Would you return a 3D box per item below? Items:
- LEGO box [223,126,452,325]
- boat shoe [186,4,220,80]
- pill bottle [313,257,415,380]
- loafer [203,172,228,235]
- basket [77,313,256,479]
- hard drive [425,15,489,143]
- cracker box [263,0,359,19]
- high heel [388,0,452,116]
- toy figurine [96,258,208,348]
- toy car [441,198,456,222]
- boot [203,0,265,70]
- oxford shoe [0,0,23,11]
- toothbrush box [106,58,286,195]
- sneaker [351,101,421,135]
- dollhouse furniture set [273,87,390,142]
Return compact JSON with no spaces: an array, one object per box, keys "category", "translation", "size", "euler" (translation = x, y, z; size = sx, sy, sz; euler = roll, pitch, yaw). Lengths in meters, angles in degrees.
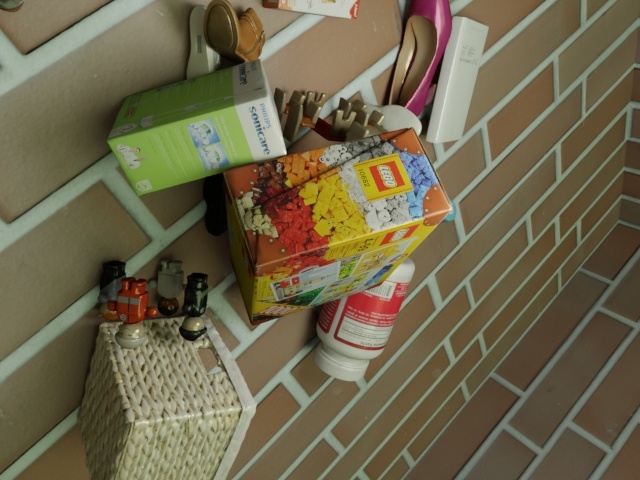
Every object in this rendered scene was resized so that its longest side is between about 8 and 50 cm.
[{"category":"LEGO box","translation":[0.000,0.000,1.068],"size":[0.373,0.193,0.500],"euler":[-16,162,-14]},{"category":"boat shoe","translation":[-0.234,-0.381,0.997],"size":[0.063,0.066,0.184],"euler":[-25,121,-56]},{"category":"pill bottle","translation":[0.123,0.219,1.516],"size":[0.229,0.229,0.407],"euler":[6,108,-44]},{"category":"loafer","translation":[-0.239,-0.097,1.153],"size":[0.061,0.062,0.169],"euler":[-33,138,-54]},{"category":"basket","translation":[-0.363,0.388,1.089],"size":[0.267,0.328,0.331],"euler":[4,118,-37]},{"category":"hard drive","translation":[0.424,-0.487,1.497],"size":[0.233,0.047,0.352],"euler":[-22,126,-52]},{"category":"cracker box","translation":[-0.010,-0.589,1.078],"size":[0.232,0.067,0.155],"euler":[-13,120,-37]},{"category":"high heel","translation":[0.256,-0.504,1.310],"size":[0.181,0.127,0.377],"euler":[-39,137,-34]},{"category":"toy figurine","translation":[-0.363,0.133,1.048],"size":[0.213,0.210,0.148],"euler":[-2,103,-42]},{"category":"toy car","translation":[0.264,-0.152,1.505],"size":[0.211,0.219,0.237],"euler":[-14,92,-36]},{"category":"boot","translation":[-0.166,-0.428,0.977],"size":[0.197,0.073,0.152],"euler":[91,18,-59]},{"category":"oxford shoe","translation":[-0.525,-0.435,0.706],"size":[0.076,0.076,0.212],"euler":[-38,116,-18]},{"category":"toothbrush box","translation":[-0.223,-0.218,0.908],"size":[0.284,0.206,0.122],"euler":[-17,128,1]},{"category":"sneaker","translation":[0.185,-0.323,1.294],"size":[0.094,0.212,0.080],"euler":[-5,117,-56]},{"category":"dollhouse furniture set","translation":[0.037,-0.251,1.165],"size":[0.262,0.259,0.135],"euler":[-5,126,-39]}]
